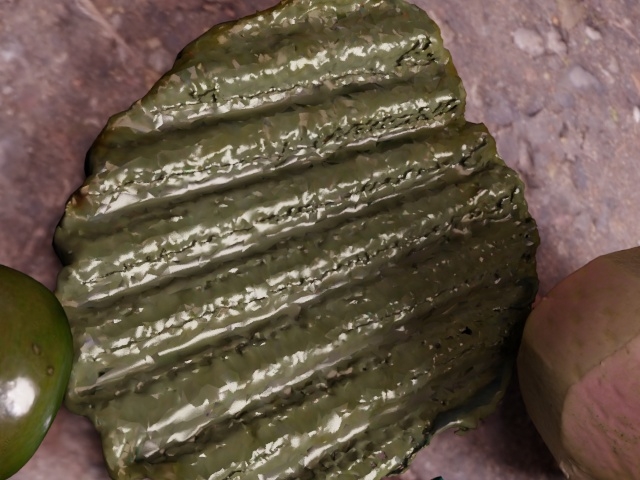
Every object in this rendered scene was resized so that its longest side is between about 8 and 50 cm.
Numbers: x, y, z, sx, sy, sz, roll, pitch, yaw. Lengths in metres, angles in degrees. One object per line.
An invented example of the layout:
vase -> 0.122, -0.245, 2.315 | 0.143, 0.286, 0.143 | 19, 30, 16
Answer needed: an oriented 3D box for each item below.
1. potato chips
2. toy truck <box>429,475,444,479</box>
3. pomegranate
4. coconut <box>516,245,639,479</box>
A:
potato chips -> 0.000, 0.000, 0.657 | 0.429, 0.070, 0.359 | -22, 87, -30
toy truck -> 0.093, 0.215, 0.649 | 0.039, 0.044, 0.083 | -30, 89, -28
pomegranate -> -0.222, 0.099, 0.487 | 0.152, 0.131, 0.191 | 15, 86, -22
coconut -> 0.261, 0.115, 0.684 | 0.197, 0.237, 0.237 | -37, 93, 5
